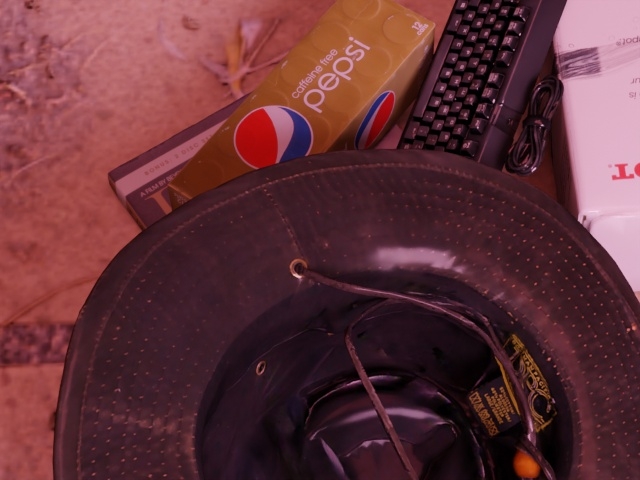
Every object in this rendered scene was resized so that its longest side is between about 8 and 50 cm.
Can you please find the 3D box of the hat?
[{"bbox_3d":[0.016,0.112,0.860,0.331,0.134,0.331,8,64,-17],"label":"hat"}]

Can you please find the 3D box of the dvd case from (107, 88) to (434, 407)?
[{"bbox_3d":[0.000,0.000,0.999,0.165,0.018,0.221,-31,63,-14],"label":"dvd case"}]

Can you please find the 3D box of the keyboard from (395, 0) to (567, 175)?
[{"bbox_3d":[0.088,-0.071,0.959,0.108,0.023,0.180,12,76,44],"label":"keyboard"}]

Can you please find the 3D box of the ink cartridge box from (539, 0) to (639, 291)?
[{"bbox_3d":[0.219,-0.094,0.996,0.172,0.100,0.237,-4,59,2],"label":"ink cartridge box"}]

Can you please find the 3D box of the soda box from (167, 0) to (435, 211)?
[{"bbox_3d":[-0.008,-0.065,0.992,0.061,0.058,0.181,32,65,19],"label":"soda box"}]
